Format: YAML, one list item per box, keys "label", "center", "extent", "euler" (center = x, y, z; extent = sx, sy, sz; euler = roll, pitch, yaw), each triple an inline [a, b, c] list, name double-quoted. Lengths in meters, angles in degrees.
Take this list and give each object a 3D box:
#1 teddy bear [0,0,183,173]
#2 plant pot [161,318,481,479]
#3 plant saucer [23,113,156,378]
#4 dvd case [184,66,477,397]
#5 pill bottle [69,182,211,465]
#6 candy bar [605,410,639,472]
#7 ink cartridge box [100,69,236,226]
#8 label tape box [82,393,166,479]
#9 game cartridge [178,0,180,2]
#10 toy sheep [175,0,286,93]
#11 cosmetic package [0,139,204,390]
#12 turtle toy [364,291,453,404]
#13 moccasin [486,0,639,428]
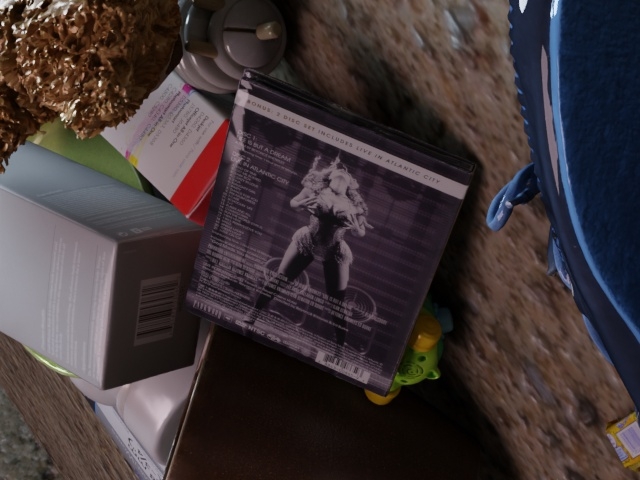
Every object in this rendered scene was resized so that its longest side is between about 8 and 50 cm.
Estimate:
- label: "teddy bear"
  center: [-0.219, -0.136, 1.131]
  extent: [0.338, 0.245, 0.113]
  euler: [-19, 134, 29]
- label: "plant pot"
  center: [0.001, 0.173, 1.246]
  extent: [0.230, 0.215, 0.215]
  euler: [17, 157, -4]
- label: "plant saucer"
  center: [-0.207, -0.004, 1.341]
  extent: [0.241, 0.037, 0.241]
  euler: [12, 108, 41]
- label: "dvd case"
  center: [0.000, 0.000, 1.091]
  extent: [0.164, 0.018, 0.221]
  euler: [23, 132, 7]
- label: "pill bottle"
  center: [-0.188, 0.025, 1.497]
  extent: [0.361, 0.204, 0.204]
  euler: [47, 158, 24]
- label: "candy bar"
  center: [0.211, 0.110, 0.966]
  extent: [0.040, 0.018, 0.161]
  euler: [57, 161, 11]
- label: "ink cartridge box"
  center: [-0.079, -0.065, 1.213]
  extent: [0.231, 0.078, 0.134]
  euler: [43, -170, 36]
- label: "label tape box"
  center: [-0.214, 0.206, 1.964]
  extent: [0.240, 0.106, 0.333]
  euler: [53, 159, 14]
- label: "game cartridge"
  center: [-0.162, -0.317, 1.155]
  extent: [0.294, 0.060, 0.196]
  euler: [55, 163, 6]
- label: "toy sheep"
  center: [-0.070, -0.147, 1.141]
  extent: [0.132, 0.091, 0.091]
  euler: [13, 132, 55]
- label: "cosmetic package"
  center: [-0.206, 0.012, 1.250]
  extent: [0.238, 0.107, 0.127]
  euler: [27, 117, 39]
- label: "turtle toy"
  center: [0.047, 0.053, 1.184]
  extent: [0.130, 0.066, 0.095]
  euler: [48, 135, 15]
- label: "moccasin"
  center: [0.151, 0.001, 0.778]
  extent: [0.117, 0.138, 0.342]
  euler: [33, 148, 57]
